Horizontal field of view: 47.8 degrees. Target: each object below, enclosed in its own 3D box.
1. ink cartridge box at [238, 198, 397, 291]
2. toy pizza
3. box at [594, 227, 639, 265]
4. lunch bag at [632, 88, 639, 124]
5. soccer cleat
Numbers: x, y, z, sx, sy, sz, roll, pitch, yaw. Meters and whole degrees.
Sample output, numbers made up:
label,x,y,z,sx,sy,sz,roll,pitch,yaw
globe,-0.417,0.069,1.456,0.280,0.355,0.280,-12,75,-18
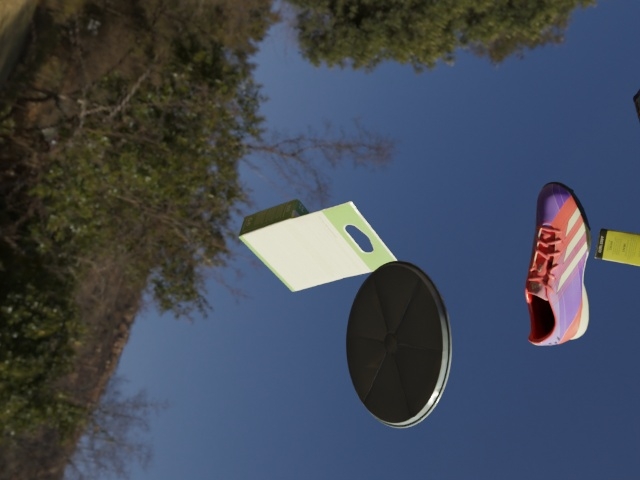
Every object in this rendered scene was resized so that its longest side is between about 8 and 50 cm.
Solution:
label,x,y,z,sx,sy,sz,roll,pitch,yaw
ink cartridge box,0.000,0.000,1.253,0.235,0.171,0.056,-17,-139,31
toy pizza,0.097,0.125,0.884,0.201,0.032,0.201,-14,-107,57
box,0.609,0.025,1.259,0.232,0.087,0.058,11,-85,31
lunch bag,0.868,-0.274,1.574,0.138,0.293,0.221,73,14,-63
soccer cleat,0.446,0.049,1.390,0.108,0.116,0.318,14,-66,57
